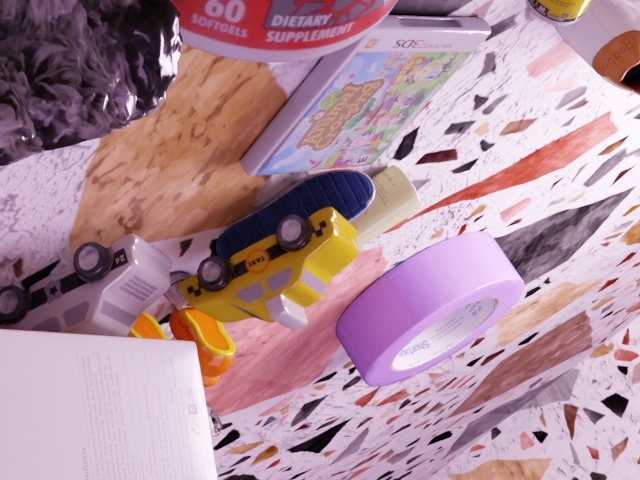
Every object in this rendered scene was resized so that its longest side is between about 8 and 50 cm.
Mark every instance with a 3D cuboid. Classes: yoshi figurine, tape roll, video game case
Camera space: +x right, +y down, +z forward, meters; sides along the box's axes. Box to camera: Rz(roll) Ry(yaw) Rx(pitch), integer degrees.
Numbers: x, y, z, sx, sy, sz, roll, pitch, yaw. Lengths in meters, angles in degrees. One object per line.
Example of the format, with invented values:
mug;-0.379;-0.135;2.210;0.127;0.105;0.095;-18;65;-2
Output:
yoshi figurine;-0.259;0.218;1.565;0.362;0.203;0.203;-58;-170;24
tape roll;0.161;0.103;1.951;0.275;0.090;0.275;-29;159;-12
video game case;0.046;-0.142;1.311;0.193;0.023;0.212;-9;149;-47

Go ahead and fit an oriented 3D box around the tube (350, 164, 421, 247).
tube;0.000;0.000;1.498;0.240;0.062;0.070;-32;-178;-9

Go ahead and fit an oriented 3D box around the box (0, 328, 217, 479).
box;-0.296;0.191;1.221;0.215;0.168;0.345;-23;159;37

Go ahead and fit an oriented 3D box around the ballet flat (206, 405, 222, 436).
ballet flat;-0.165;0.263;1.916;0.041;0.041;0.114;-32;160;0

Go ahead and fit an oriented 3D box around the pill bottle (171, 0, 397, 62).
pill bottle;-0.003;-0.276;0.664;0.210;0.210;0.363;-21;157;-28

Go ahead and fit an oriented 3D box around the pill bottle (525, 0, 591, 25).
pill bottle;0.240;-0.263;1.256;0.065;0.065;0.116;-23;157;-24

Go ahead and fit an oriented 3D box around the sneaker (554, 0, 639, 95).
sneaker;0.371;-0.206;1.496;0.290;0.123;0.106;-7;146;-51

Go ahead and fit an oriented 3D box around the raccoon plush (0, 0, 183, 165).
raccoon plush;-0.270;-0.172;0.669;0.446;0.299;0.216;-6;-167;36

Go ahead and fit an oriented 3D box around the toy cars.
toy cars;-0.138;0.061;1.326;0.394;0.087;0.176;-9;152;-24

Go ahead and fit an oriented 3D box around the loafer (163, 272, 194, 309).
loafer;-0.137;0.065;1.499;0.045;0.039;0.125;-38;159;18

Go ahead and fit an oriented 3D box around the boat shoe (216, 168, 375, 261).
boat shoe;-0.025;-0.022;1.442;0.183;0.066;0.066;-23;165;4
